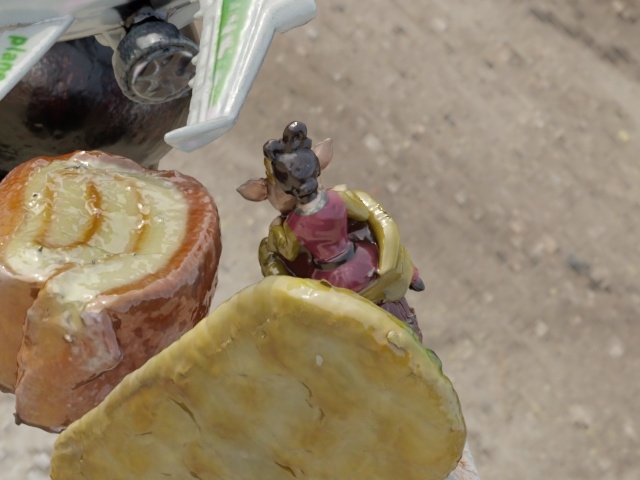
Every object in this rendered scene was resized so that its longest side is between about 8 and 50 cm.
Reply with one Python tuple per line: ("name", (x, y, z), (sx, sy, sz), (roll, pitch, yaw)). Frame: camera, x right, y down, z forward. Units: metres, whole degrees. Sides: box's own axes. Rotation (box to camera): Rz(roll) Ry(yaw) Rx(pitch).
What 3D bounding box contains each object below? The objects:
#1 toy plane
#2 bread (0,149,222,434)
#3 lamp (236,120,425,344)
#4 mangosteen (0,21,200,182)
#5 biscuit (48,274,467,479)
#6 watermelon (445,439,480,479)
("toy plane", (-0.053, -0.141, 0.732), (0.101, 0.255, 0.251), (77, -13, -57))
("bread", (-0.170, 0.032, 1.231), (0.190, 0.123, 0.244), (4, 32, -7))
("lamp", (0.000, 0.000, 1.352), (0.118, 0.118, 0.253), (-82, 149, -53))
("mangosteen", (-0.262, -0.151, 1.500), (0.297, 0.313, 0.297), (41, 18, -16))
("biscuit", (-0.036, 0.095, 0.742), (0.118, 0.247, 0.029), (48, 42, -4))
("watermelon", (0.069, 0.268, 1.491), (0.213, 0.320, 0.289), (15, 44, 34))
